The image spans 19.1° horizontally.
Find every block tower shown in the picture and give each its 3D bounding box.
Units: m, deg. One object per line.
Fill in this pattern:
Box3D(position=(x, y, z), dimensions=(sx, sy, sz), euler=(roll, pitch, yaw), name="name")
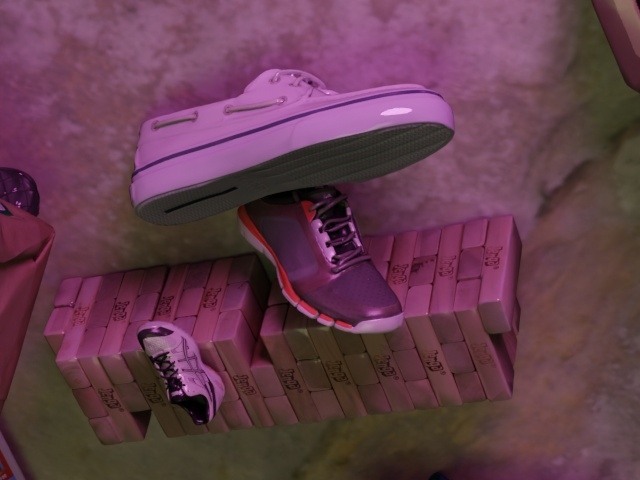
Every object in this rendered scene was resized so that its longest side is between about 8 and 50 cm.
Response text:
Box3D(position=(-0.021, 0.067, 1.320), dimensions=(0.335, 0.091, 0.097), euler=(-9, 129, 18), name="block tower")

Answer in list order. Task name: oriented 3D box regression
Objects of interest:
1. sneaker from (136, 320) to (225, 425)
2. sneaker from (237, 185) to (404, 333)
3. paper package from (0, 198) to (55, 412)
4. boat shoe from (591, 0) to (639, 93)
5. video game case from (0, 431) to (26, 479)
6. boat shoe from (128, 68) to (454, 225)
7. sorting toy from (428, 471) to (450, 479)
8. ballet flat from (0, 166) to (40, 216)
Box3D(position=(-0.093, 0.089, 1.267), dimensions=(0.032, 0.037, 0.083), euler=(-25, 120, 30), name="sneaker")
Box3D(position=(0.000, 0.000, 1.232), dimensions=(0.061, 0.158, 0.065), euler=(-12, 132, -40), name="sneaker")
Box3D(position=(-0.379, 0.075, 1.217), dimensions=(0.325, 0.309, 0.168), euler=(16, 178, 11), name="paper package")
Box3D(position=(0.256, -0.077, 1.127), dimensions=(0.104, 0.111, 0.307), euler=(-17, 126, 24), name="boat shoe")
Box3D(position=(-0.333, 0.190, 1.435), dimensions=(0.025, 0.204, 0.285), euler=(29, 148, 44), name="video game case")
Box3D(position=(-0.026, -0.074, 1.203), dimensions=(0.226, 0.076, 0.083), euler=(-13, 159, 21), name="boat shoe")
Box3D(position=(0.093, 0.213, 1.448), dimensions=(0.042, 0.061, 0.102), euler=(38, 150, -22), name="sorting toy")
Box3D(position=(-0.278, -0.020, 1.317), dimensions=(0.173, 0.049, 0.057), euler=(-7, 128, 16), name="ballet flat")
